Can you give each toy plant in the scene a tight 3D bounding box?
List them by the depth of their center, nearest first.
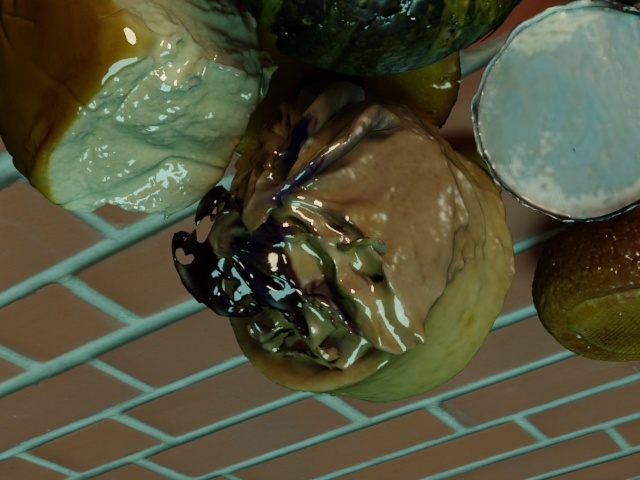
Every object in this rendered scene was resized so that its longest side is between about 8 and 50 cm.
[{"bbox_3d":[0.327,-0.148,0.985,0.247,0.247,0.332,-24,177,22],"label":"toy plant"}]

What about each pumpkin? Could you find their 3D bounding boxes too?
[{"bbox_3d":[0.052,-0.296,0.697,0.320,0.320,0.192,10,160,-20],"label":"pumpkin"}]

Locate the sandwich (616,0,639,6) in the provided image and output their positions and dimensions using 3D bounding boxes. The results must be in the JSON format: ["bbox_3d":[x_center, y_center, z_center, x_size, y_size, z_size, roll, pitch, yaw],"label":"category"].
[{"bbox_3d":[0.456,-0.317,0.766,0.325,0.131,0.262,-7,-179,0],"label":"sandwich"}]

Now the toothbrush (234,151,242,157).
[{"bbox_3d":[-0.114,-0.131,1.117,0.025,0.029,0.307,-18,145,33],"label":"toothbrush"}]

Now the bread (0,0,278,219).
[{"bbox_3d":[-0.218,-0.185,0.841,0.225,0.279,0.250,-2,142,-42],"label":"bread"}]

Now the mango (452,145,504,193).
[{"bbox_3d":[0.167,-0.051,1.191,0.147,0.109,0.227,-4,150,-45],"label":"mango"}]

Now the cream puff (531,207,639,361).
[{"bbox_3d":[0.481,0.058,1.295,0.303,0.212,0.303,4,147,3],"label":"cream puff"}]

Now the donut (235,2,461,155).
[{"bbox_3d":[0.012,-0.205,0.971,0.303,0.110,0.303,-2,143,-1],"label":"donut"}]

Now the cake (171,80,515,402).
[{"bbox_3d":[-0.005,-0.005,0.851,0.332,0.332,0.321,-31,145,29],"label":"cake"}]
